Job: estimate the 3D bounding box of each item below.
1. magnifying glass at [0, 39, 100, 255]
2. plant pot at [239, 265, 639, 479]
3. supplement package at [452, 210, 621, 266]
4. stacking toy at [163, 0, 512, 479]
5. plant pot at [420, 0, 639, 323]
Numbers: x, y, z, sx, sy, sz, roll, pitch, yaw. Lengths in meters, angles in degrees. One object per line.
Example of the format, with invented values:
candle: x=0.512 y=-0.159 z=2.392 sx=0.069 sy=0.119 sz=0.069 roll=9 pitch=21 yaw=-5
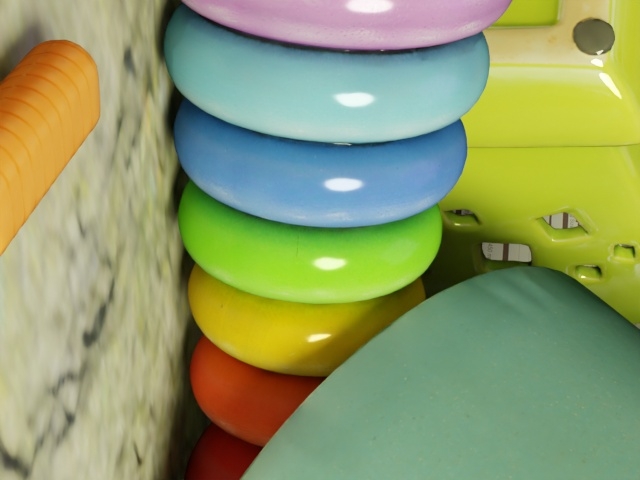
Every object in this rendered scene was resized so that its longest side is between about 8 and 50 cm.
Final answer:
magnifying glass: x=-0.086 y=0.009 z=0.339 sx=0.231 sy=0.026 sz=0.092 roll=-76 pitch=166 yaw=-63
plant pot: x=0.112 y=0.194 z=0.631 sx=0.293 sy=0.235 sz=0.293 roll=-33 pitch=140 yaw=-32
supplement package: x=0.107 y=0.003 z=1.170 sx=0.262 sy=0.145 sz=0.204 roll=121 pitch=-25 yaw=-70
stacking toy: x=0.000 y=0.000 z=0.643 sx=0.141 sy=0.141 sz=0.330 roll=-72 pitch=167 yaw=-65
plant pot: x=0.068 y=-0.101 z=0.791 sx=0.207 sy=0.228 sz=0.227 roll=65 pitch=29 yaw=-63
